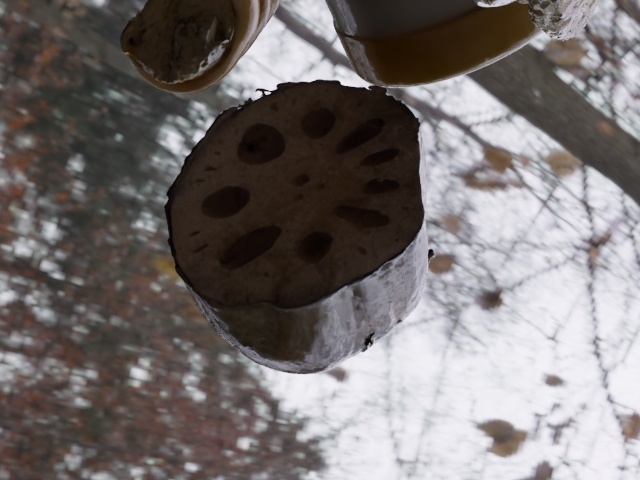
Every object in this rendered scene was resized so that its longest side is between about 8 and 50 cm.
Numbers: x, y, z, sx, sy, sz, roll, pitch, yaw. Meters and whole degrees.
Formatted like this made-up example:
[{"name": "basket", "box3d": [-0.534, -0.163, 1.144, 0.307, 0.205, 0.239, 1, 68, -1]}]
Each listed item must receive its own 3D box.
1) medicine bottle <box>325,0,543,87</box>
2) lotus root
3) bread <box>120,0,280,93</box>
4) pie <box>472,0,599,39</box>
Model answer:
[{"name": "medicine bottle", "box3d": [0.101, -0.305, 1.493, 0.238, 0.232, 0.238, -20, -153, 10]}, {"name": "lotus root", "box3d": [0.000, 0.000, 1.457, 0.272, 0.192, 0.272, -12, -132, 13]}, {"name": "bread", "box3d": [-0.081, -0.183, 1.176, 0.084, 0.177, 0.119, 37, -59, -7]}, {"name": "pie", "box3d": [0.154, -0.206, 0.888, 0.084, 0.205, 0.179, 31, -83, 13]}]
